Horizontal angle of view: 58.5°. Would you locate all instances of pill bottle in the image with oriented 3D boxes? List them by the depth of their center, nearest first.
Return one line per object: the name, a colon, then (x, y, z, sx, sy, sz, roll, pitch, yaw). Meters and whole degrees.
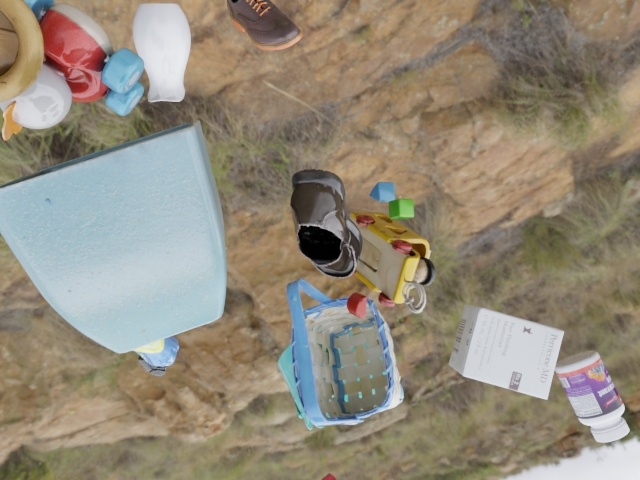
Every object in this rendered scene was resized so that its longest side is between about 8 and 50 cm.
pill bottle: (0.647, 0.370, 1.356, 0.108, 0.193, 0.108, -23, 172, -3)

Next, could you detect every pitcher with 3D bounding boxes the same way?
pitcher: (-0.361, -0.437, 1.326, 0.125, 0.207, 0.178, -3, -158, -7)

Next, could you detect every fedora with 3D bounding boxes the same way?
fedora: (-0.490, -0.293, 0.822, 0.194, 0.194, 0.079, -23, -160, 3)

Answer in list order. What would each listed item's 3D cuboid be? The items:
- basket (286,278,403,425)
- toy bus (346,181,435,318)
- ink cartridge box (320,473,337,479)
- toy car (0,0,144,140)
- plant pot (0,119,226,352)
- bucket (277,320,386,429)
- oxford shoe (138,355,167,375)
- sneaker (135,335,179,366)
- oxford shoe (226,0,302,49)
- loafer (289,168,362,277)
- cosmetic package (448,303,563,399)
basket: (0.033, 0.225, 1.068, 0.201, 0.254, 0.289, -18, 151, 18)
toy bus: (0.118, 0.028, 0.881, 0.104, 0.202, 0.191, -1, 160, -31)
ink cartridge box: (-0.024, 0.513, 0.817, 0.273, 0.197, 0.114, -34, 135, -18)
toy car: (-0.460, -0.260, 0.967, 0.238, 0.219, 0.210, -56, -170, -16)
plant pot: (-0.243, -0.002, 0.773, 0.248, 0.252, 0.247, -19, -163, -6)
bucket: (0.034, 0.339, 1.501, 0.281, 0.183, 0.281, -28, 151, -17)
oxford shoe: (-0.449, 0.237, 1.476, 0.083, 0.096, 0.227, -1, 126, 19)
sneaker: (-0.338, 0.170, 1.061, 0.091, 0.240, 0.126, -41, 122, -15)
oxford shoe: (-0.145, -0.528, 1.342, 0.097, 0.271, 0.098, -42, 143, -12)
loafer: (0.000, 0.000, 0.712, 0.080, 0.078, 0.220, 3, 152, 16)
cosmetic package: (0.399, 0.237, 1.248, 0.184, 0.151, 0.151, 15, 177, 3)
